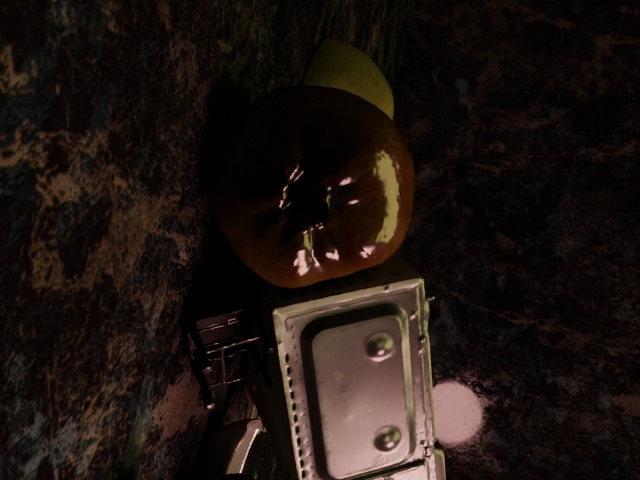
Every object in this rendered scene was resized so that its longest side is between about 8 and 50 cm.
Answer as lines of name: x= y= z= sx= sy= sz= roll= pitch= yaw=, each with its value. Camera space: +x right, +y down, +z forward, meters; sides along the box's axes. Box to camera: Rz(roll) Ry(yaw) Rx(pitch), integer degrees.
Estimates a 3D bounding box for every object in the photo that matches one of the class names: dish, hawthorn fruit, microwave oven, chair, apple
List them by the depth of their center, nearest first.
hawthorn fruit: x=-0.001 y=-0.081 z=0.941 sx=0.301 sy=0.268 sz=0.267 roll=-73 pitch=175 yaw=-71
chair: x=-0.145 y=0.108 z=0.985 sx=0.106 sy=0.113 sz=0.229 roll=97 pitch=-28 yaw=-44
microwave oven: x=0.032 y=0.198 z=1.099 sx=0.333 sy=0.247 sz=0.394 roll=-134 pitch=-145 yaw=-63
dish: x=-0.185 y=0.435 z=1.276 sx=0.151 sy=0.077 sz=0.212 roll=39 pitch=66 yaw=-80
apple: x=0.019 y=-0.247 z=1.479 sx=0.320 sy=0.311 sz=0.360 roll=-28 pitch=-160 yaw=30

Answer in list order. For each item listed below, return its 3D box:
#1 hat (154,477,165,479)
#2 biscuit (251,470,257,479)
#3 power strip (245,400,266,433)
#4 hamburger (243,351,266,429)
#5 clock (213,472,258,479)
hat: x=-0.233 y=0.343 z=0.825 sx=0.175 sy=0.085 sz=0.147 roll=10 pitch=107 yaw=-60
biscuit: x=-0.194 y=0.692 z=1.930 sx=0.046 sy=0.016 sz=0.089 roll=-45 pitch=148 yaw=-76
power strip: x=-0.129 y=0.397 z=1.675 sx=0.198 sy=0.065 sz=0.213 roll=-63 pitch=165 yaw=-67
hamburger: x=-0.052 y=0.285 z=1.396 sx=0.261 sy=0.187 sz=0.302 roll=-129 pitch=-145 yaw=-49
clock: x=-0.177 y=0.528 z=1.153 sx=0.281 sy=0.055 sz=0.280 roll=-30 pitch=130 yaw=-44
